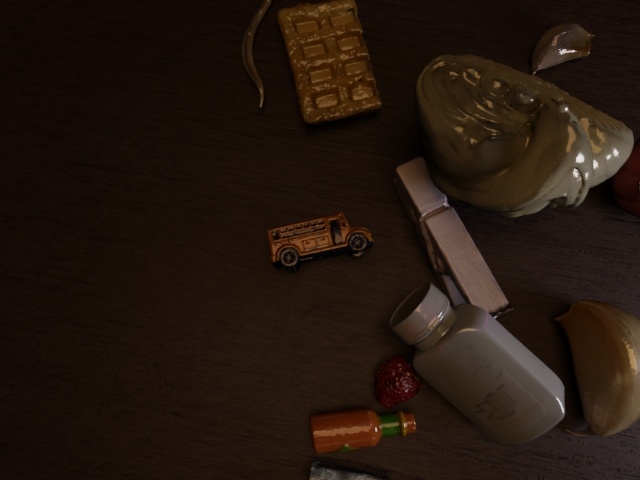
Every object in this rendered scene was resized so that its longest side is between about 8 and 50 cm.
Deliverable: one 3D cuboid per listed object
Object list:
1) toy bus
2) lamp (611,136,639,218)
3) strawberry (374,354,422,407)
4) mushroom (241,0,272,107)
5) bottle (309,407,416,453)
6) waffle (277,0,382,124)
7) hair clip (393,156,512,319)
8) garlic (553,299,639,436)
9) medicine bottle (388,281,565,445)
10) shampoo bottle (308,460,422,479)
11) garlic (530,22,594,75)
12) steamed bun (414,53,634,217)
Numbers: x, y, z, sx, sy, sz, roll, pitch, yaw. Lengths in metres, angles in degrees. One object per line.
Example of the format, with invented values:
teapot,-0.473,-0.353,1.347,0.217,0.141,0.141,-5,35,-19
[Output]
toy bus,0.000,0.000,0.961,0.194,0.083,0.088,-12,77,-1
lamp,0.639,-0.126,0.951,0.182,0.140,0.182,-5,121,-8
strawberry,0.137,0.257,0.912,0.083,0.083,0.096,32,87,7
mushroom,-0.130,-0.425,1.078,0.068,0.043,0.306,0,76,39
bottle,0.076,0.333,0.898,0.187,0.069,0.069,-8,78,0
waffle,0.018,-0.371,1.054,0.168,0.057,0.274,-13,78,-2
hair clip,0.238,0.002,0.956,0.085,0.101,0.331,-23,77,-1
garlic,0.513,0.228,0.900,0.164,0.145,0.245,-7,77,32
medicine bottle,0.258,0.207,0.863,0.296,0.111,0.161,40,126,-2
shampoo bottle,0.081,0.432,0.884,0.207,0.057,0.063,11,71,1
garlic,0.496,-0.408,1.051,0.152,0.066,0.084,-19,80,-6
steamed bun,0.331,-0.165,0.903,0.339,0.352,0.247,40,122,28
